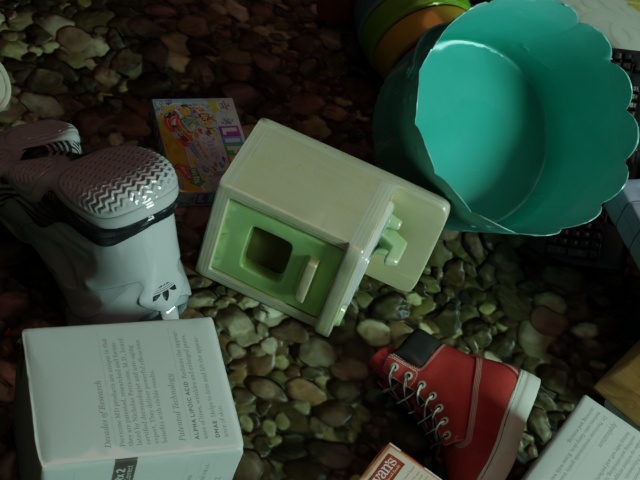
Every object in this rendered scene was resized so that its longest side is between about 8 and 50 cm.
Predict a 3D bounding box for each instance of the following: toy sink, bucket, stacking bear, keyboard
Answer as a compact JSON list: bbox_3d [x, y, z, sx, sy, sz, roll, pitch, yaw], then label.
[{"bbox_3d":[0.000,0.000,1.492,0.234,0.153,0.131,25,47,3],"label":"toy sink"},{"bbox_3d":[0.202,-0.135,1.564,0.281,0.183,0.281,1,88,-20],"label":"bucket"},{"bbox_3d":[0.134,-0.247,1.758,0.175,0.164,0.289,-8,57,-24],"label":"stacking bear"},{"bbox_3d":[0.382,-0.102,1.698,0.201,0.033,0.317,11,66,9],"label":"keyboard"}]

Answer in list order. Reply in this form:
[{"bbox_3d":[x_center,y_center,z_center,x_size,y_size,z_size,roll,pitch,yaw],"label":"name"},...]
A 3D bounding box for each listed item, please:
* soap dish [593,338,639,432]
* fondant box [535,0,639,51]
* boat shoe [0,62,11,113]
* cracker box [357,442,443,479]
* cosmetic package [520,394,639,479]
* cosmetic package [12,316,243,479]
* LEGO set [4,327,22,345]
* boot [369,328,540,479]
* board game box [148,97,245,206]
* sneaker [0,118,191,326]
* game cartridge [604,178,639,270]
[{"bbox_3d":[0.480,0.150,1.534,0.229,0.118,0.291,40,50,18],"label":"soap dish"},{"bbox_3d":[0.419,-0.237,1.874,0.238,0.096,0.330,-29,64,-34],"label":"fondant box"},{"bbox_3d":[-0.499,-0.116,1.491,0.335,0.095,0.112,-25,97,-30],"label":"boat shoe"},{"bbox_3d":[0.120,0.311,1.251,0.232,0.156,0.067,34,48,13],"label":"cracker box"},{"bbox_3d":[0.336,0.344,1.292,0.365,0.155,0.197,37,50,14],"label":"cosmetic package"},{"bbox_3d":[-0.186,0.178,1.274,0.183,0.151,0.151,-3,51,-19],"label":"cosmetic package"},{"bbox_3d":[-0.336,0.100,1.382,0.083,0.023,0.054,-16,56,-29],"label":"LEGO set"},{"bbox_3d":[0.116,0.195,1.404,0.176,0.088,0.244,24,39,4],"label":"boot"},{"bbox_3d":[-0.140,-0.107,1.626,0.103,0.026,0.154,-3,51,-21],"label":"board game box"},{"bbox_3d":[-0.264,0.001,1.425,0.137,0.210,0.365,-26,27,-35],"label":"sneaker"},{"bbox_3d":[0.526,0.014,1.550,0.355,0.068,0.230,-5,47,-21],"label":"game cartridge"}]
